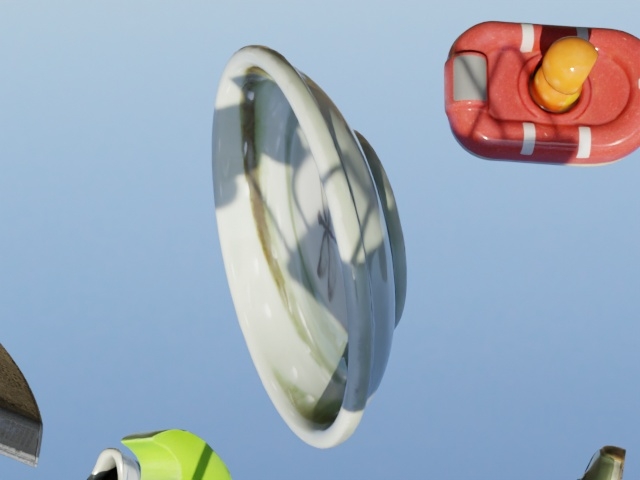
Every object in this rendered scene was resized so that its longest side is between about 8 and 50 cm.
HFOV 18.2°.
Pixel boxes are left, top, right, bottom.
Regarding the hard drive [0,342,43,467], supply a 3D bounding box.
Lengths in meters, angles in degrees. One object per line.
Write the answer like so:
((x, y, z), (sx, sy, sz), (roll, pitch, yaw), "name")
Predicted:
((-0.395, 0.143, 2.169), (0.172, 0.054, 0.255), (28, -170, -32), "hard drive")

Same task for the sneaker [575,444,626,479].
((0.215, 0.247, 1.761), (0.086, 0.064, 0.192), (11, -137, 11), "sneaker")

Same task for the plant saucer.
((0.000, 0.000, 1.963), (0.100, 0.400, 0.400), (-11, -162, -18), "plant saucer")

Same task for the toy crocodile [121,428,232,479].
((-0.170, 0.271, 1.292), (0.340, 0.105, 0.115), (-50, -154, -19), "toy crocodile")

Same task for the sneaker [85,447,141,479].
((-0.240, 0.295, 2.028), (0.071, 0.191, 0.083), (11, 155, 21), "sneaker")

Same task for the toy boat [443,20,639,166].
((0.249, -0.164, 2.063), (0.231, 0.151, 0.151), (2, 164, -10), "toy boat")
